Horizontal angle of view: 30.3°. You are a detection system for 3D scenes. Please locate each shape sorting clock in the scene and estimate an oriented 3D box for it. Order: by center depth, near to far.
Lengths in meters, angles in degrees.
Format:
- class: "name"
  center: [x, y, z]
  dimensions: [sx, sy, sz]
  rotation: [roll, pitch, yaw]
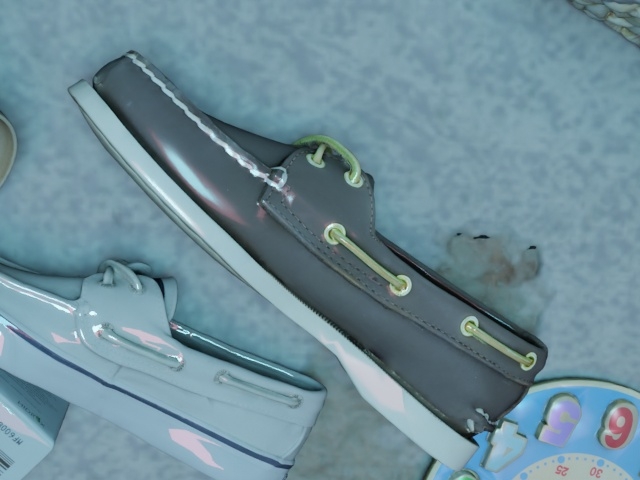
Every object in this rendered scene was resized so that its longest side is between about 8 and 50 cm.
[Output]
- class: "shape sorting clock"
  center: [0.162, 0.191, 0.772]
  dimensions: [0.206, 0.040, 0.206]
  rotation: [-1, 103, -5]

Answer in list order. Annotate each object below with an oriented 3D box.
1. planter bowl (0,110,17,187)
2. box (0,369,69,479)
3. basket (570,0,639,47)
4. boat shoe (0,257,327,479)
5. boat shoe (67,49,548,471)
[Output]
- class: "planter bowl"
  center: [-0.263, -0.058, 0.636]
  dimensions: [0.162, 0.162, 0.109]
  rotation: [-39, 76, 4]
- class: "box"
  center: [-0.221, 0.106, 0.698]
  dimensions: [0.101, 0.087, 0.102]
  rotation: [-43, 101, 5]
- class: "basket"
  center: [0.314, -0.198, 0.558]
  dimensions: [0.266, 0.328, 0.331]
  rotation: [31, 97, -15]
- class: "boat shoe"
  center: [-0.116, 0.055, 0.693]
  dimensions: [0.267, 0.096, 0.088]
  rotation: [32, 91, -13]
- class: "boat shoe"
  center: [0.000, 0.000, 0.682]
  dimensions: [0.324, 0.116, 0.097]
  rotation: [43, 91, -16]
